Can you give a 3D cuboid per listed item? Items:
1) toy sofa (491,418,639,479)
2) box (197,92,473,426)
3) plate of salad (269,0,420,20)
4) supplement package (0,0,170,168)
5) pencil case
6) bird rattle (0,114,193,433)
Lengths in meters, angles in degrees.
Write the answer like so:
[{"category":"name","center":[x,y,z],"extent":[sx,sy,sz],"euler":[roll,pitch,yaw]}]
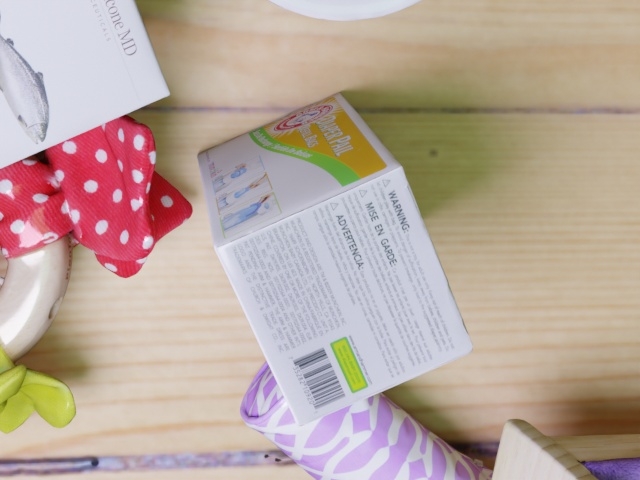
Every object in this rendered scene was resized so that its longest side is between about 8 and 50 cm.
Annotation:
[{"category":"toy sofa","center":[0.294,0.213,0.808],"extent":[0.362,0.177,0.150],"euler":[2,108,-24]},{"category":"box","center":[0.000,0.000,0.718],"extent":[0.103,0.203,0.114],"euler":[-24,109,0]},{"category":"plate of salad","center":[0.018,-0.228,0.726],"extent":[0.199,0.048,0.200],"euler":[-2,108,-7]},{"category":"supplement package","center":[-0.192,-0.109,0.678],"extent":[0.179,0.105,0.105],"euler":[-25,135,-8]},{"category":"pencil case","center":[0.043,0.142,0.839],"extent":[0.206,0.086,0.088],"euler":[40,65,-20]},{"category":"bird rattle","center":[-0.209,0.009,0.738],"extent":[0.207,0.143,0.254],"euler":[26,101,1]}]
